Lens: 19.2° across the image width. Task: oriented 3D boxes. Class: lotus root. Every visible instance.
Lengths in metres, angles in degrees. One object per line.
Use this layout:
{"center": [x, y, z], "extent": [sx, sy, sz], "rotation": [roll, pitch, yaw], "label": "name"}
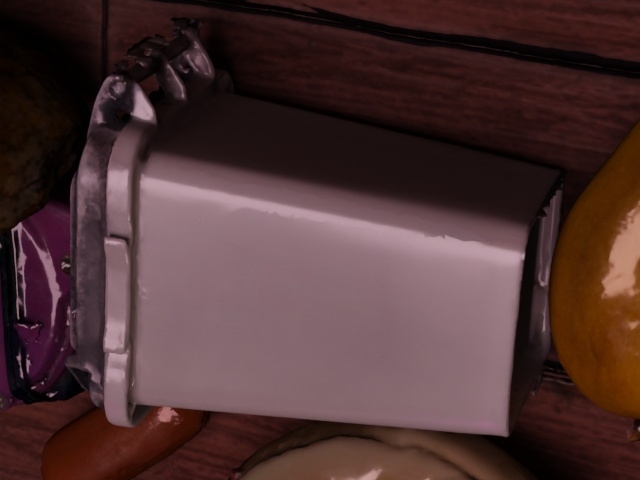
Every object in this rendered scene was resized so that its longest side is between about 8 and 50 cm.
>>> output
{"center": [-0.347, -0.137, 1.600], "extent": [0.314, 0.210, 0.142], "rotation": [12, 143, 24], "label": "lotus root"}

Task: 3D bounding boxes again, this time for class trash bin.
{"center": [0.000, 0.000, 1.502], "extent": [0.367, 0.256, 0.296], "rotation": [9, 110, 15], "label": "trash bin"}

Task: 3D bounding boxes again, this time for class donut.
{"center": [0.074, 0.304, 1.571], "extent": [0.371, 0.150, 0.307], "rotation": [40, 91, 24], "label": "donut"}

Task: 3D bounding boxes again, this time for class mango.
{"center": [0.266, 0.010, 1.435], "extent": [0.176, 0.119, 0.317], "rotation": [12, 110, -6], "label": "mango"}

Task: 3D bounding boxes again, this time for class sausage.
{"center": [-0.177, 0.178, 1.736], "extent": [0.197, 0.076, 0.076], "rotation": [-33, 93, 29], "label": "sausage"}

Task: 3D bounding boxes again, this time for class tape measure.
{"center": [-0.284, 0.020, 1.680], "extent": [0.231, 0.149, 0.245], "rotation": [20, 112, 19], "label": "tape measure"}
